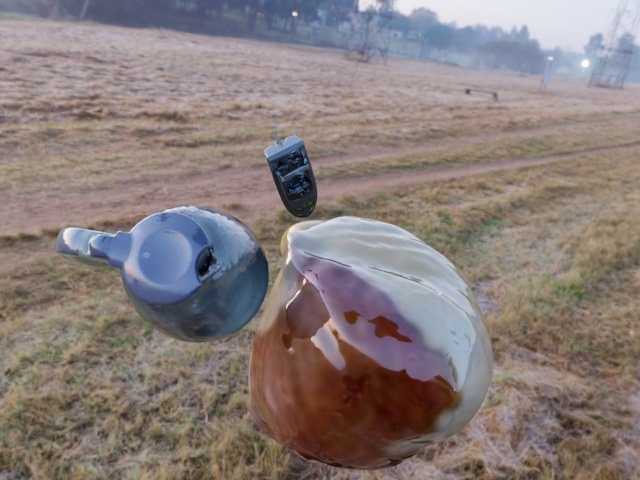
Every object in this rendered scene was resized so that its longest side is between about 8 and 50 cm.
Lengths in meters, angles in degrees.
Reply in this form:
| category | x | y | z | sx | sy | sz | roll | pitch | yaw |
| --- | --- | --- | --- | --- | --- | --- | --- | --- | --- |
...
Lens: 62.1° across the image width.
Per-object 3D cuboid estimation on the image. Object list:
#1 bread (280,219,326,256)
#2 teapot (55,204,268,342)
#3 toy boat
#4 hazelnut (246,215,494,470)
| category | x | y | z | sx | sy | sz | roll | pitch | yaw |
| --- | --- | --- | --- | --- | --- | --- | --- | --- | --- |
| bread | 0.000 | 0.000 | 1.423 | 0.217 | 0.098 | 0.147 | 4 | -24 | -37 |
| teapot | -0.117 | 0.010 | 0.413 | 0.149 | 0.111 | 0.108 | 38 | -7 | 13 |
| toy boat | -0.057 | -0.131 | 1.223 | 0.093 | 0.246 | 0.103 | -27 | 53 | -8 |
| hazelnut | 0.036 | 0.090 | 0.526 | 0.241 | 0.261 | 0.261 | 43 | 15 | -16 |
